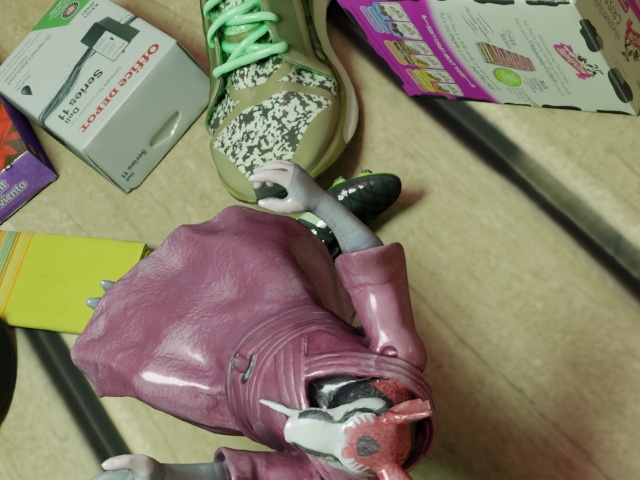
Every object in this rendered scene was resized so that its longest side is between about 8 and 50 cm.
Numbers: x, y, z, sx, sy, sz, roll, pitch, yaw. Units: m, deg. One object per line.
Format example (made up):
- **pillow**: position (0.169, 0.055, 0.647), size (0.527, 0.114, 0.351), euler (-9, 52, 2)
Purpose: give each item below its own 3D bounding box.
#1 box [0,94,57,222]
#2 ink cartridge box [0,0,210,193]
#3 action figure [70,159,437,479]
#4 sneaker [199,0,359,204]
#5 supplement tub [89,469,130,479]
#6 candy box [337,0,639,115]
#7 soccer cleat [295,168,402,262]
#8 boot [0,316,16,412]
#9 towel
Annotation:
- **box**: position (-0.429, -0.104, 1.570), size (0.201, 0.057, 0.293), euler (-40, 47, 4)
- **ink cartridge box**: position (-0.228, -0.164, 1.462), size (0.153, 0.087, 0.208), euler (-51, 48, -6)
- **action figure**: position (-0.021, 0.108, 0.967), size (0.248, 0.275, 0.370), euler (-52, 33, -6)
- **sneaker**: position (-0.074, -0.218, 1.334), size (0.158, 0.182, 0.410), euler (-20, 51, 20)
- **supplement tub**: position (-0.031, 0.264, 0.970), size (0.316, 0.193, 0.194), euler (0, 60, 32)
- **candy box**: position (0.150, -0.184, 1.184), size (0.233, 0.159, 0.071), euler (11, 67, 36)
- **soccer cleat**: position (0.000, 0.000, 1.229), size (0.179, 0.060, 0.072), euler (-29, 58, 22)
- **boot**: position (-0.425, 0.187, 1.352), size (0.229, 0.091, 0.263), euler (-10, 51, 33)
- **towel**: position (-0.276, 0.043, 1.400), size (0.237, 0.021, 0.102), euler (4, 68, 33)
